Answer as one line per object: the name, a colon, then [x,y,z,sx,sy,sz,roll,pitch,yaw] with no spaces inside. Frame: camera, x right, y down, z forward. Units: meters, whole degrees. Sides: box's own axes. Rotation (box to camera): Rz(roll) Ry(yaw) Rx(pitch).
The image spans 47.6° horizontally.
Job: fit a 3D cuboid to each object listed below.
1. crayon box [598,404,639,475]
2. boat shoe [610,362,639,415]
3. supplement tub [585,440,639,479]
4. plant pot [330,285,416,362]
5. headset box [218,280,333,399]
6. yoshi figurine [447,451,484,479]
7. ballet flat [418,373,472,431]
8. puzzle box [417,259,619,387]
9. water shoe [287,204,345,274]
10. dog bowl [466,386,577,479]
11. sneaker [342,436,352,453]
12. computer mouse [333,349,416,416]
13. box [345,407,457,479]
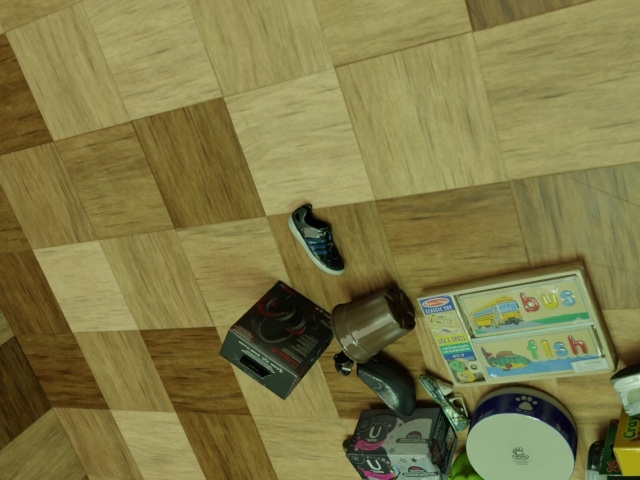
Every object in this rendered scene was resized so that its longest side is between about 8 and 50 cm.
crayon box: [0.765,0.414,1.567,0.318,0.202,0.081,-14,107,34]
boat shoe: [0.774,0.293,1.514,0.320,0.118,0.103,-24,86,39]
supplement tub: [0.787,0.561,1.629,0.338,0.207,0.207,-6,113,30]
plant pot: [0.141,0.203,1.842,0.165,0.167,0.167,-32,97,31]
headset box: [-0.111,0.267,1.927,0.218,0.293,0.110,33,128,11]
yoshi figurine: [0.432,0.711,1.976,0.203,0.203,0.362,49,161,52]
ballet flat: [0.335,0.415,1.911,0.070,0.070,0.188,-31,100,38]
puzzle box: [0.461,0.208,1.723,0.409,0.052,0.272,-15,107,35]
water shoe: [0.000,0.000,1.857,0.203,0.073,0.080,48,126,-2]
dog bowl: [0.501,0.503,1.812,0.264,0.104,0.265,10,119,18]
sneaker: [0.156,0.627,2.131,0.188,0.066,0.071,8,136,32]
computer mouse: [0.162,0.355,1.921,0.272,0.188,0.072,41,111,-7]
box: [0.219,0.559,1.967,0.247,0.163,0.142,-11,124,34]
